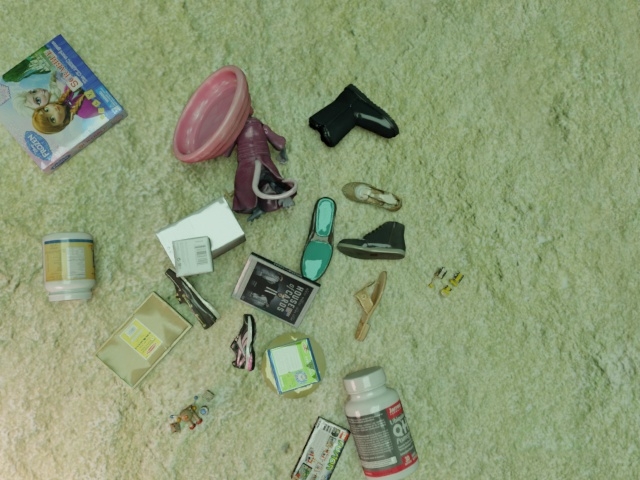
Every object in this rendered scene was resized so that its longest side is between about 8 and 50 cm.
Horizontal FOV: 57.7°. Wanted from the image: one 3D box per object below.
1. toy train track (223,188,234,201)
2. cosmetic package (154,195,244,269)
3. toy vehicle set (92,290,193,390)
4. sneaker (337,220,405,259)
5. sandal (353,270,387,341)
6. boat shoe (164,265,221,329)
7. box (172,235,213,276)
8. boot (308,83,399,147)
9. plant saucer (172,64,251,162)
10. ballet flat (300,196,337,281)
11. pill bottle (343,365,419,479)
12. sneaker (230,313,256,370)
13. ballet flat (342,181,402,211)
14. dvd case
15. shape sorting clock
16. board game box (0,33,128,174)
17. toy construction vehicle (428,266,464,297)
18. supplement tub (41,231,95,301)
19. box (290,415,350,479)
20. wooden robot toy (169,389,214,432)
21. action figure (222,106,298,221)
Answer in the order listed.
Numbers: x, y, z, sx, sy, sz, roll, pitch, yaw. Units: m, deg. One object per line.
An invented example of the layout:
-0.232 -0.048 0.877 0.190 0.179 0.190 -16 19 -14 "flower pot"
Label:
-0.285 -0.154 1.893 0.083 0.014 0.048 -34 82 -14 "toy train track"
-0.353 -0.011 1.765 0.225 0.224 0.138 -31 89 -7 "cosmetic package"
-0.550 0.310 1.808 0.166 0.035 0.267 43 82 -1 "toy vehicle set"
0.168 -0.004 1.906 0.222 0.083 0.118 5 65 1 "sneaker"
0.139 0.200 1.867 0.079 0.088 0.240 20 88 -10 "sandal"
-0.410 0.178 1.813 0.069 0.081 0.228 -44 93 -12 "boat shoe"
-0.350 0.044 1.603 0.102 0.087 0.101 -8 89 -7 "box"
0.106 -0.371 1.913 0.246 0.094 0.207 44 78 6 "boot"
-0.325 -0.377 1.787 0.084 0.332 0.332 32 80 -38 "plant saucer"
0.000 0.000 1.866 0.095 0.096 0.280 15 84 -3 "ballet flat"
0.177 0.561 1.792 0.176 0.176 0.318 -17 87 -7 "pill bottle"
-0.246 0.319 1.826 0.077 0.072 0.178 1 79 5 "sneaker"
0.175 -0.150 1.914 0.206 0.067 0.073 14 83 -4 "ballet flat"
-0.142 0.157 1.824 0.239 0.029 0.179 26 118 -3 "dvd case"
-0.084 0.397 1.847 0.206 0.040 0.206 1 81 -5 "shape sorting clock"
-0.838 -0.428 1.832 0.318 0.066 0.318 -41 90 -8 "board game box"
0.415 0.133 1.934 0.086 0.035 0.098 35 84 -13 "toy construction vehicle"
-0.758 0.080 1.753 0.144 0.144 0.199 -4 85 -7 "supplement tub"
0.001 0.675 1.832 0.114 0.036 0.207 27 82 -3 "box"
-0.395 0.536 1.782 0.173 0.079 0.076 -38 89 -8 "wooden robot toy"
-0.216 -0.256 1.777 0.248 0.276 0.370 -13 82 -7 "action figure"
